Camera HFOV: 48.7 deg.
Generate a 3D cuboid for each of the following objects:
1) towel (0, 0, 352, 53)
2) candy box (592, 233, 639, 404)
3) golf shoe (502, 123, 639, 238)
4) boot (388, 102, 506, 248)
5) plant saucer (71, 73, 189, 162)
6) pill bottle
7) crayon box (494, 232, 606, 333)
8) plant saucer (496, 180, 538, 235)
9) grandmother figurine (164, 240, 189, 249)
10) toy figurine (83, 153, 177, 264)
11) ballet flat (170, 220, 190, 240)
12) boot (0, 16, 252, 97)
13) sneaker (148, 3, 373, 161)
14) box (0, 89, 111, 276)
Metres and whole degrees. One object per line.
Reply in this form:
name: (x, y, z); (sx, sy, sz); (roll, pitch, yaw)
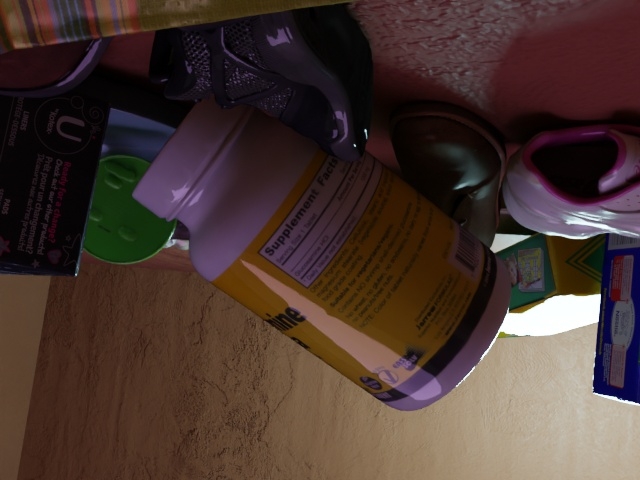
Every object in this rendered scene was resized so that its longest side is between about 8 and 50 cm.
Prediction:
towel: (-0.052, -0.132, 0.308); (0.237, 0.021, 0.102); (-12, 156, -12)
candy box: (0.539, 0.091, 0.917); (0.317, 0.268, 0.122); (7, 176, -6)
golf shoe: (0.326, -0.050, 0.664); (0.306, 0.115, 0.140); (3, 168, 18)
boot: (0.144, -0.038, 0.774); (0.112, 0.115, 0.305); (4, 157, 24)
plant saucer: (-0.268, -0.132, 0.801); (0.318, 0.043, 0.317); (6, 172, 1)
pill bottle: (0.000, 0.000, 0.675); (0.334, 0.188, 0.188); (37, 165, -12)
crayon box: (0.372, 0.085, 1.167); (0.313, 0.106, 0.363); (-1, 162, -26)
plant saucer: (0.226, -0.047, 0.987); (0.188, 0.045, 0.188); (4, 172, 20)
grandmother figurine: (-0.160, -0.009, 1.401); (0.343, 0.104, 0.208); (5, 164, -5)
toy figurine: (-0.260, -0.050, 0.902); (0.173, 0.130, 0.159); (30, 179, -7)
ballet flat: (-0.199, -0.060, 1.044); (0.349, 0.123, 0.123); (12, 172, -2)
boot: (-0.192, -0.163, 0.322); (0.264, 0.096, 0.280); (2, 170, 31)
sneaker: (-0.036, -0.124, 0.517); (0.130, 0.087, 0.227); (5, 169, 22)
box: (-0.312, -0.052, 0.657); (0.142, 0.163, 0.247); (14, 170, -34)
